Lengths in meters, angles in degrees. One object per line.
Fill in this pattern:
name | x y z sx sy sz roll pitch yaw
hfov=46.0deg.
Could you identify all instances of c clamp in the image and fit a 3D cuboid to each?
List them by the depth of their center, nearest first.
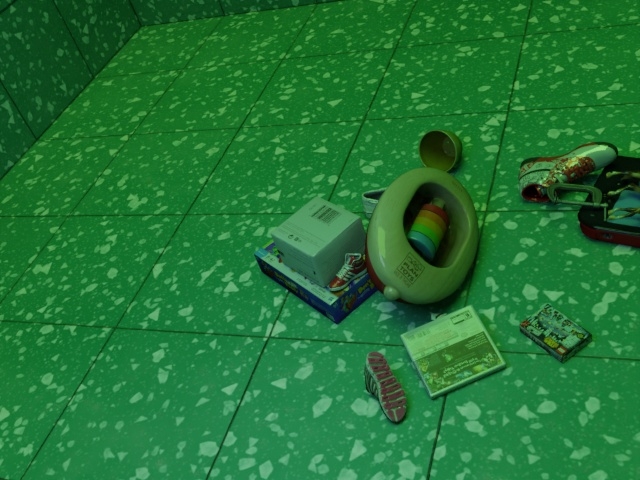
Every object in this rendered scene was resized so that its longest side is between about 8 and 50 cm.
c clamp | 0.668 -0.109 1.963 0.160 0.022 0.137 11 43 20

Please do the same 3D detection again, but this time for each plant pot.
plant pot | 0.382 -0.282 2.319 0.134 0.134 0.095 16 27 36

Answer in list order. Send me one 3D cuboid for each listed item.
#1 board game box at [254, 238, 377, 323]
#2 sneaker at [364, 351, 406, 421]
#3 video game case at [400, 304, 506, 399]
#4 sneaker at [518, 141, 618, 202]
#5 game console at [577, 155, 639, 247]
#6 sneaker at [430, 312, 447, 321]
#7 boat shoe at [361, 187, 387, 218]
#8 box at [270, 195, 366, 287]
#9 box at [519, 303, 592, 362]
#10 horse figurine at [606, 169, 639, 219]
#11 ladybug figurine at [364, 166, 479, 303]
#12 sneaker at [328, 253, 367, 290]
board game box | 0.011 0.062 2.097 0.233 0.078 0.347 -38 42 -22
sneaker | 0.145 0.343 1.733 0.063 0.075 0.170 -13 59 -19
video game case | 0.306 0.257 1.756 0.190 0.022 0.173 -22 55 -4
sneaker | 0.678 -0.179 2.074 0.270 0.090 0.145 -10 39 29
game console | 0.890 -0.099 1.930 0.386 0.060 0.342 13 50 33
sneaker | 0.292 0.215 1.832 0.043 0.040 0.109 -8 41 11
boat shoe | 0.246 -0.121 2.206 0.258 0.084 0.095 -10 40 12
box | 0.000 0.000 2.016 0.182 0.119 0.181 -40 43 -23
box | 0.540 0.212 1.739 0.094 0.027 0.137 -33 41 -15
horse figurine | 0.809 -0.110 1.885 0.174 0.066 0.263 -3 39 20
ladybug figurine | 0.247 -0.002 1.943 0.162 0.305 0.449 -36 11 48
sneaker | 0.065 0.077 1.940 0.118 0.067 0.042 -34 41 -16
